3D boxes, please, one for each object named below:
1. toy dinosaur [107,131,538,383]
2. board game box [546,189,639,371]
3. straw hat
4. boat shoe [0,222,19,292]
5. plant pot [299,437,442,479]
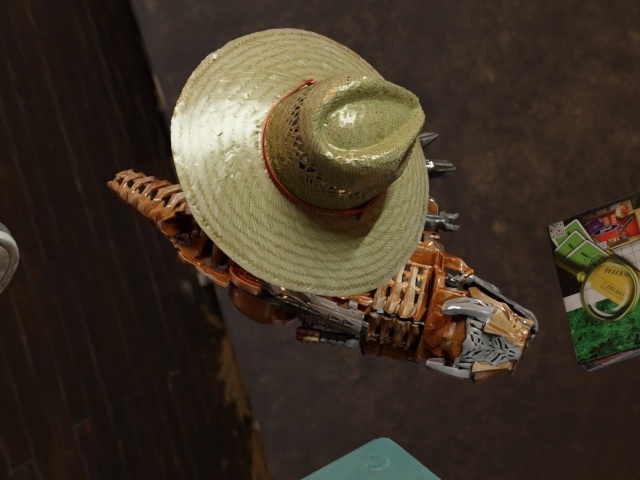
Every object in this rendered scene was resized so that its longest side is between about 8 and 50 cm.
[{"bbox_3d":[0.000,0.000,0.743,0.322,0.164,0.218,40,25,13],"label":"toy dinosaur"},{"bbox_3d":[0.318,0.005,0.852,0.030,0.260,0.136,29,46,-50],"label":"board game box"},{"bbox_3d":[0.011,-0.045,0.474,0.144,0.061,0.144,12,67,-31],"label":"straw hat"},{"bbox_3d":[-0.420,0.046,1.028,0.116,0.319,0.099,22,43,-50],"label":"boat shoe"},{"bbox_3d":[0.035,0.233,0.524,0.166,0.165,0.234,33,-40,51],"label":"plant pot"}]
